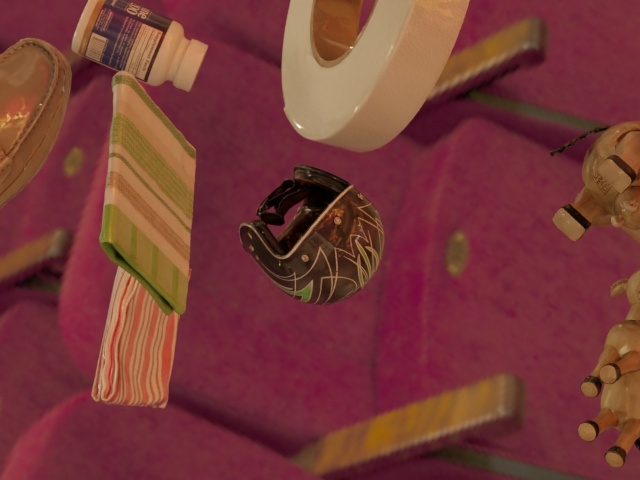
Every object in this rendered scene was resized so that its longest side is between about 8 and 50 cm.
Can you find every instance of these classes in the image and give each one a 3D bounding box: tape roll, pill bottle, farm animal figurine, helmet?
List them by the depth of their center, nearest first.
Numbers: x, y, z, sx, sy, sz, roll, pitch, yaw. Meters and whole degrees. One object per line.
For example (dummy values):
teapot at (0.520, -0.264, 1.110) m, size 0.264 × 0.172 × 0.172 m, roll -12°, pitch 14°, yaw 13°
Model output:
farm animal figurine at (0.340, 0.022, 1.268) m, size 0.330 × 0.327 × 0.172 m, roll -33°, pitch 0°, yaw 40°
pill bottle at (-0.172, -0.189, 1.343) m, size 0.067 × 0.120 × 0.067 m, roll -157°, pitch 90°, yaw -84°
tape roll at (0.063, -0.299, 1.684) m, size 0.392 × 0.072 × 0.392 m, roll -43°, pitch 40°, yaw 51°
helmet at (0.000, 0.000, 1.716) m, size 0.161 × 0.169 × 0.169 m, roll 28°, pitch 81°, yaw 32°

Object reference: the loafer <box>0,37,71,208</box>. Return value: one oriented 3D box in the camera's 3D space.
loafer at (-0.359, -0.073, 1.387) m, size 0.319 × 0.112 × 0.111 m, roll -59°, pitch -14°, yaw -13°

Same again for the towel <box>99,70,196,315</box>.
towel at (-0.128, -0.034, 1.017) m, size 0.023 × 0.113 × 0.152 m, roll -14°, pitch 53°, yaw 20°

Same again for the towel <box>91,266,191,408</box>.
towel at (-0.158, 0.084, 1.293) m, size 0.029 × 0.197 × 0.144 m, roll 10°, pitch 83°, yaw 11°
